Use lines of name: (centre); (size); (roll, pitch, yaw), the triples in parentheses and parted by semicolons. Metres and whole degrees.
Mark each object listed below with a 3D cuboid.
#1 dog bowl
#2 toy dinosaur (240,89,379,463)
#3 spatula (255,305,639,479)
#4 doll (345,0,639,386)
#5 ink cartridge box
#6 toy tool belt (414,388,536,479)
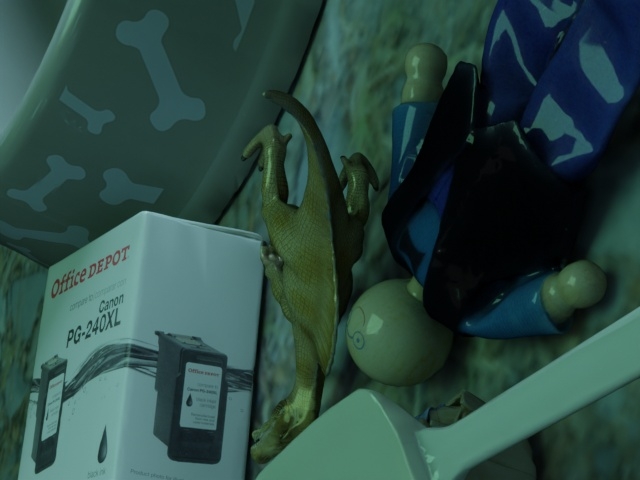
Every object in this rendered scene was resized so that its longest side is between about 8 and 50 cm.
dog bowl: (-0.114, -0.151, 0.870); (0.349, 0.102, 0.348); (-36, 47, 51)
toy dinosaur: (0.000, 0.000, 0.617); (0.092, 0.053, 0.183); (-97, 8, -49)
spatula: (0.070, 0.096, 0.442); (0.242, 0.019, 0.168); (-40, 63, 46)
doll: (0.057, -0.030, 0.555); (0.129, 0.046, 0.189); (55, 132, 44)
ink cartridge box: (-0.080, 0.074, 0.734); (0.109, 0.063, 0.150); (-25, 55, 55)
toy tool belt: (0.027, 0.080, 0.548); (0.083, 0.051, 0.052); (-46, 39, 43)
